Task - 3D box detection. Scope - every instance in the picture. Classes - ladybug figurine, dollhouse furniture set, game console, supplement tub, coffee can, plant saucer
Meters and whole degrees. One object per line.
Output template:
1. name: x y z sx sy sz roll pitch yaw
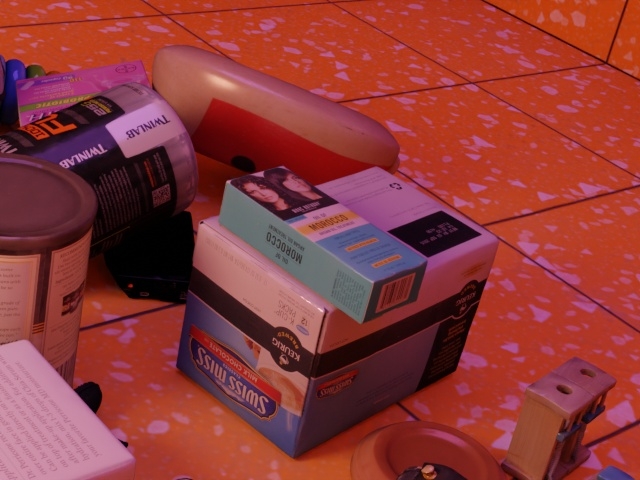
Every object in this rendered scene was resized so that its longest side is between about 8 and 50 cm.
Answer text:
1. ladybug figurine: -0.080 -0.184 2.039 0.449 0.161 0.305 21 4 -10
2. dollhouse furniture set: 0.347 0.257 1.515 0.184 0.129 0.129 30 33 30
3. game console: -0.142 0.025 1.824 0.361 0.044 0.213 6 29 -14
4. supplement tub: -0.356 -0.070 1.693 0.338 0.207 0.207 -30 48 -31
5. coffee can: -0.374 0.064 1.413 0.202 0.275 0.201 10 28 -6
6. plant saucer: 0.137 0.281 1.484 0.200 0.037 0.200 10 29 -6

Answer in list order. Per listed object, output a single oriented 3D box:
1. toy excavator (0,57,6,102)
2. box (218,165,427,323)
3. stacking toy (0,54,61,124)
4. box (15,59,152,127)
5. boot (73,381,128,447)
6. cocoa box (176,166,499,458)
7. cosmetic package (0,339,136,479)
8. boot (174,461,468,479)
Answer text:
1. toy excavator: -0.608 -0.145 1.731 0.222 0.433 0.445 -9 70 3
2. box: 0.000 0.000 1.429 0.244 0.060 0.101 34 35 32
3. stacking toy: -0.489 -0.244 2.103 0.330 0.141 0.141 9 28 -22
4. box: -0.368 -0.177 1.961 0.214 0.117 0.243 -11 33 -10
5. boot: -0.267 0.221 1.416 0.099 0.045 0.121 24 37 24
6. cocoa box: 0.022 0.082 1.593 0.231 0.228 0.347 33 35 31
7. cosmetic package: -0.429 0.265 1.147 0.453 0.161 0.230 -13 38 -39
8. boot: 0.030 0.324 1.254 0.377 0.138 0.284 29 33 20
